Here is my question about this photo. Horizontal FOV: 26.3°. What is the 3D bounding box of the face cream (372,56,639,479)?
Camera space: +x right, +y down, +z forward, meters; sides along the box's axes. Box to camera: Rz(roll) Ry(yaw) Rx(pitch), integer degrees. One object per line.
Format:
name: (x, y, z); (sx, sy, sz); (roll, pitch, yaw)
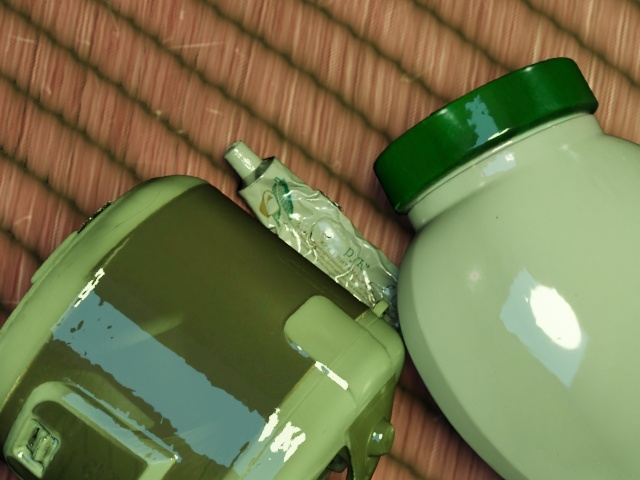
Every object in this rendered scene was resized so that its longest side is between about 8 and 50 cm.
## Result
face cream: (0.217, 0.039, 1.217); (0.312, 0.219, 0.357); (-23, 81, -22)

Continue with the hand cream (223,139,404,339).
hand cream: (0.000, 0.000, 1.348); (0.257, 0.050, 0.084); (43, 95, 0)

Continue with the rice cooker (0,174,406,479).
rice cooker: (-0.106, 0.146, 1.222); (0.325, 0.335, 0.335); (38, 93, 6)
